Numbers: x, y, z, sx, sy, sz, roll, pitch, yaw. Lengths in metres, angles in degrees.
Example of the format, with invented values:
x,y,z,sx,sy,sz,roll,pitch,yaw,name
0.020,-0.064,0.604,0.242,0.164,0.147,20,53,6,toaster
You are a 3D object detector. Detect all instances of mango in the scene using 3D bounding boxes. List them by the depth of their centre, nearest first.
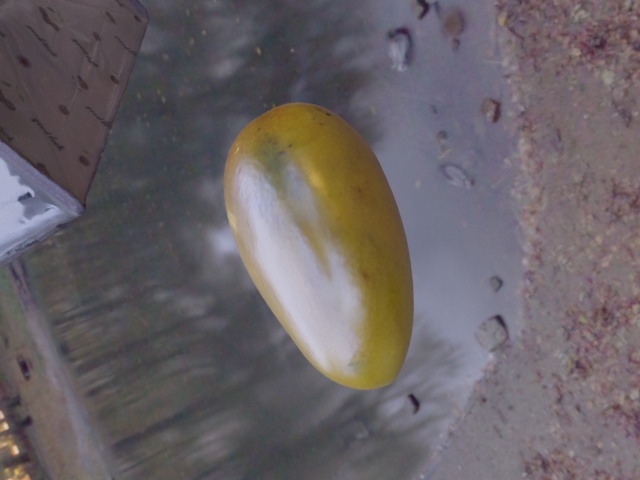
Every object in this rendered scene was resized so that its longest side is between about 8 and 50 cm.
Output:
x,y,z,sx,sy,sz,roll,pitch,yaw,name
0.000,0.000,0.977,0.300,0.232,0.446,103,151,-54,mango

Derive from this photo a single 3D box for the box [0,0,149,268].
x,y,z,sx,sy,sz,roll,pitch,yaw,name
-0.287,-0.137,0.515,0.225,0.190,0.297,45,-155,-35,box
